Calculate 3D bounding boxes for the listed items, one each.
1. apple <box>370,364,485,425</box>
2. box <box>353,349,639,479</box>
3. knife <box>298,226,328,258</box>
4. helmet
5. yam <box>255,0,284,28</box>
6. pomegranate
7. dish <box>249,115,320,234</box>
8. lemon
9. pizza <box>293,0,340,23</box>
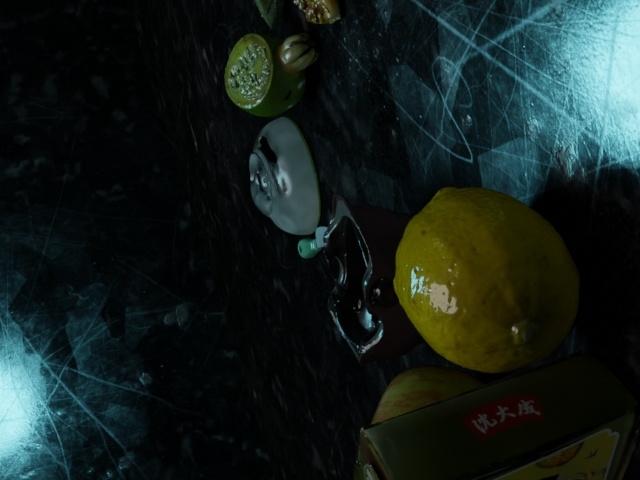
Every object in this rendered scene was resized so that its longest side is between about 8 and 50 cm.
[{"bbox_3d":[0.213,0.371,1.483,0.301,0.302,0.301,165,90,-72],"label":"apple"},{"bbox_3d":[0.239,0.390,1.226,0.138,0.373,0.420,-123,25,-46],"label":"box"},{"bbox_3d":[0.000,-0.001,2.184,0.260,0.035,0.063,153,107,-65],"label":"knife"},{"bbox_3d":[0.128,0.067,1.578,0.271,0.197,0.338,-126,33,-64],"label":"helmet"},{"bbox_3d":[-0.121,-0.605,1.936,0.259,0.106,0.106,108,143,-57],"label":"yam"},{"bbox_3d":[-0.102,-0.405,1.973,0.190,0.159,0.240,52,125,33],"label":"pomegranate"},{"bbox_3d":[-0.118,-0.159,2.239,0.324,0.124,0.324,164,90,-72],"label":"dish"},{"bbox_3d":[0.229,0.051,1.195,0.320,0.245,0.245,-117,20,-60],"label":"lemon"},{"bbox_3d":[-0.023,-0.528,1.767,0.127,0.058,0.246,98,153,-51],"label":"pizza"}]
